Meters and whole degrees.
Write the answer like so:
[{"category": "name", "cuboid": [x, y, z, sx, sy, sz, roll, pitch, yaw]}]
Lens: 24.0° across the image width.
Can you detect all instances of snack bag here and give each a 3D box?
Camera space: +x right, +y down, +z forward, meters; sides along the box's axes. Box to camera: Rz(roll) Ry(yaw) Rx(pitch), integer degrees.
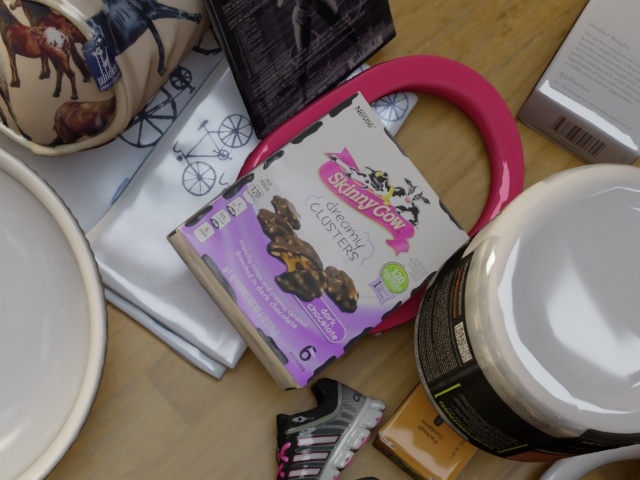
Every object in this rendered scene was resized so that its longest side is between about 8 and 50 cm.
[{"category": "snack bag", "cuboid": [-0.134, -0.099, 1.365, 0.342, 0.037, 0.323, 35, 77, 3]}]

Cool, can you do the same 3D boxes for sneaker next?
[{"category": "sneaker", "cuboid": [-0.019, 0.188, 1.300, 0.075, 0.063, 0.170, 37, 72, 3]}]

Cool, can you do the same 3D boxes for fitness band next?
[{"category": "fitness band", "cuboid": [0.056, -0.040, 1.340, 0.291, 0.054, 0.209, -34, 93, -18]}]

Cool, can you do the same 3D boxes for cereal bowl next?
[{"category": "cereal bowl", "cuboid": [-0.341, 0.070, 1.238, 0.339, 0.141, 0.339, 0, 89, -4]}]

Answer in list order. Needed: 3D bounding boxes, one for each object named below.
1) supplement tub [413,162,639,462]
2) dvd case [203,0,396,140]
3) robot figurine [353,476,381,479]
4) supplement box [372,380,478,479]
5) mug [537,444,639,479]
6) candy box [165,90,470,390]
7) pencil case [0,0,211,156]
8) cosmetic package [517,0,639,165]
[{"category": "supplement tub", "cuboid": [0.179, 0.067, 1.137, 0.193, 0.316, 0.193, 2, 79, -8]}, {"category": "dvd case", "cuboid": [-0.016, -0.200, 1.278, 0.164, 0.221, 0.018, -41, 58, -14]}, {"category": "robot figurine", "cuboid": [0.027, 0.321, 1.215, 0.278, 0.209, 0.173, -19, 50, -9]}, {"category": "supplement box", "cuboid": [0.145, 0.110, 1.326, 0.078, 0.080, 0.233, 40, 75, 4]}, {"category": "mug", "cuboid": [0.339, 0.267, 1.235, 0.374, 0.276, 0.328, -3, 70, 25]}, {"category": "candy box", "cuboid": [0.000, 0.000, 1.254, 0.196, 0.070, 0.165, -39, 94, -16]}, {"category": "pencil case", "cuboid": [-0.135, -0.257, 1.271, 0.160, 0.183, 0.410, 24, 52, 13]}, {"category": "cosmetic package", "cuboid": [0.293, -0.187, 1.405, 0.117, 0.085, 0.231, 34, 75, 2]}]
